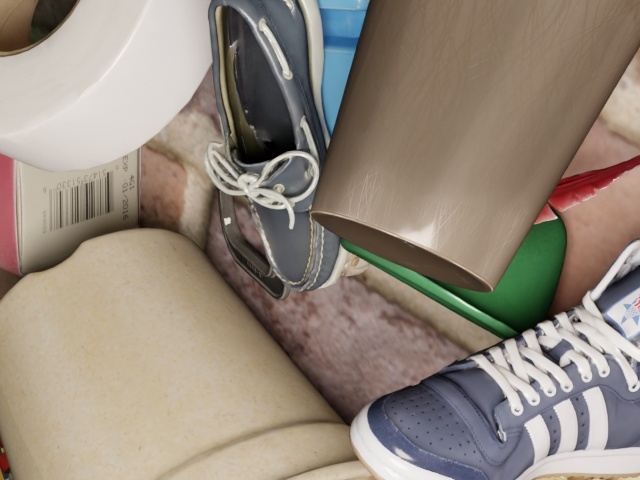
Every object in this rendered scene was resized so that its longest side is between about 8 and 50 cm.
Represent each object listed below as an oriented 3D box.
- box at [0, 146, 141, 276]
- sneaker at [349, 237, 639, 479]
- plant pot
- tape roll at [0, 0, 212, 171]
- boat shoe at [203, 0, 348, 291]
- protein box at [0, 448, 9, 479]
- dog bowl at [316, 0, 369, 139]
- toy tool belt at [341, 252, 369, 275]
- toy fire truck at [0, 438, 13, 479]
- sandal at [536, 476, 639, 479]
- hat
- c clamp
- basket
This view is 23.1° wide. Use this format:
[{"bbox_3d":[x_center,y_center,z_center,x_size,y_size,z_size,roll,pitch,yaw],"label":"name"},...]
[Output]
[{"bbox_3d":[-0.297,-0.074,1.463,0.232,0.148,0.127,22,120,37],"label":"box"},{"bbox_3d":[0.153,0.082,1.003,0.099,0.282,0.153,53,129,36],"label":"sneaker"},{"bbox_3d":[-0.129,0.171,1.303,0.305,0.333,0.334,56,136,29],"label":"plant pot"},{"bbox_3d":[-0.213,-0.204,1.276,0.286,0.100,0.286,-10,70,29],"label":"tape roll"},{"bbox_3d":[-0.034,-0.070,1.142,0.095,0.079,0.255,14,122,31],"label":"boat shoe"},{"bbox_3d":[-0.375,0.282,1.678,0.200,0.136,0.201,-38,78,45],"label":"protein box"},{"bbox_3d":[0.021,-0.165,1.155,0.166,0.074,0.297,12,120,47],"label":"dog bowl"},{"bbox_3d":[0.000,0.000,1.272,0.083,0.051,0.052,39,128,28],"label":"toy tool belt"},{"bbox_3d":[-0.258,0.216,1.460,0.158,0.246,0.217,-41,75,45],"label":"toy fire truck"},{"bbox_3d":[0.153,0.196,1.175,0.240,0.079,0.088,6,109,43],"label":"sandal"},{"bbox_3d":[0.145,-0.027,1.126,0.208,0.173,0.184,29,89,26],"label":"hat"},{"bbox_3d":[-0.054,-0.022,1.304,0.160,0.022,0.137,31,136,60],"label":"c clamp"},{"bbox_3d":[0.094,-0.095,0.999,0.204,0.154,0.227,20,82,35],"label":"basket"}]
